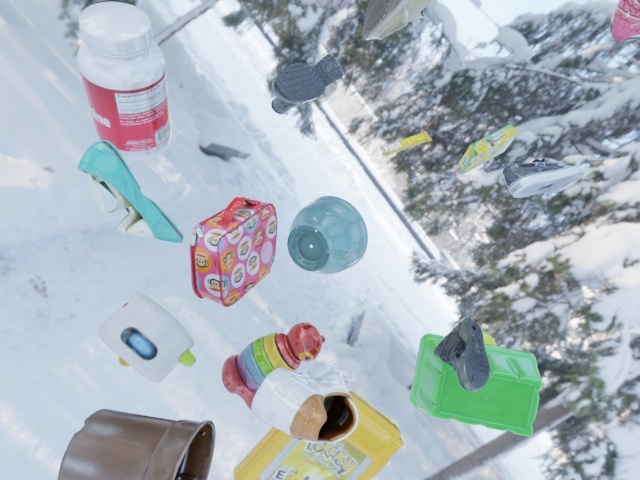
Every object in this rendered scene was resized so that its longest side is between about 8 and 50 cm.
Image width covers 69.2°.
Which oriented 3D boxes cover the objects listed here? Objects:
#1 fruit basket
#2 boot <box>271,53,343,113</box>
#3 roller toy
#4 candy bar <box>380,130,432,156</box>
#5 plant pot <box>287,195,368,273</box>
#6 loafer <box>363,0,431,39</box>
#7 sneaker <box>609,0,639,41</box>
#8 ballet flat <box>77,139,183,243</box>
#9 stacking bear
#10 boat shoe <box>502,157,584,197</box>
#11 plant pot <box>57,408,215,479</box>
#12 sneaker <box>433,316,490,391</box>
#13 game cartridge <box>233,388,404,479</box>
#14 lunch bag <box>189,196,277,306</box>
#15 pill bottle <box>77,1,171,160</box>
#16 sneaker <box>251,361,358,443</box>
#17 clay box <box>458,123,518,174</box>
[{"bbox_3d":[0.481,0.420,1.477,0.391,0.283,0.392,10,2,0],"label":"fruit basket"},{"bbox_3d":[-0.083,-0.462,1.466,0.338,0.222,0.118,-38,101,-48],"label":"boot"},{"bbox_3d":[-0.408,0.229,1.077,0.209,0.146,0.191,23,-29,36],"label":"roller toy"},{"bbox_3d":[0.258,-0.293,1.407,0.018,0.161,0.040,78,-10,-63],"label":"candy bar"},{"bbox_3d":[0.000,0.000,1.679,0.293,0.293,0.196,54,33,4],"label":"plant pot"},{"bbox_3d":[0.185,-0.522,1.027,0.091,0.102,0.268,9,-9,-24],"label":"loafer"},{"bbox_3d":[0.769,-0.544,1.097,0.121,0.299,0.112,44,-25,10],"label":"sneaker"},{"bbox_3d":[-0.355,-0.064,0.857,0.083,0.087,0.247,15,-35,43],"label":"ballet flat"},{"bbox_3d":[-0.124,0.346,1.376,0.175,0.288,0.164,52,11,-30],"label":"stacking bear"},{"bbox_3d":[0.488,-0.147,1.025,0.076,0.228,0.080,66,-28,22],"label":"boat shoe"},{"bbox_3d":[-0.259,0.322,0.657,0.165,0.167,0.167,11,7,7],"label":"plant pot"},{"bbox_3d":[0.363,0.314,1.203,0.087,0.130,0.228,30,34,-10],"label":"sneaker"},{"bbox_3d":[0.007,0.508,1.098,0.285,0.324,0.053,42,3,-19],"label":"game cartridge"},{"bbox_3d":[-0.224,0.009,1.249,0.120,0.258,0.293,15,29,21],"label":"lunch bag"},{"bbox_3d":[-0.563,-0.449,1.348,0.229,0.228,0.408,58,-28,26],"label":"pill bottle"},{"bbox_3d":[0.008,0.262,0.715,0.123,0.106,0.290,23,-2,24],"label":"sneaker"},{"bbox_3d":[0.604,-0.332,1.704,0.053,0.221,0.127,58,-16,17],"label":"clay box"}]
